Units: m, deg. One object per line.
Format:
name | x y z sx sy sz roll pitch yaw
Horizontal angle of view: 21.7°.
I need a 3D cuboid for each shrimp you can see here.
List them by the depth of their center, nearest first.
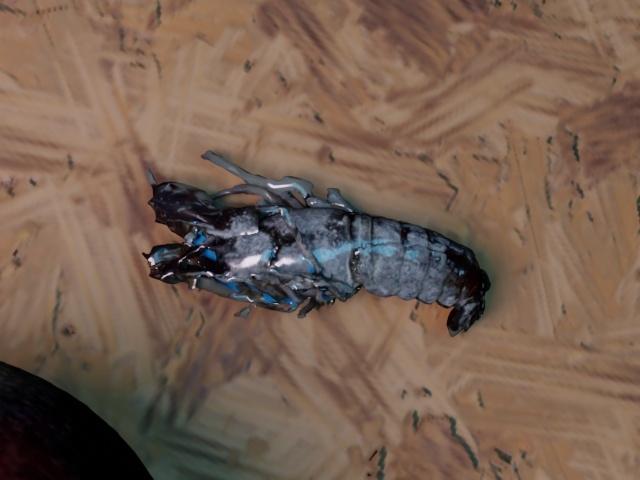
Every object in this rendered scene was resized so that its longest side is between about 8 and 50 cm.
shrimp | 0.002 -0.002 0.786 0.174 0.076 0.082 10 60 -11

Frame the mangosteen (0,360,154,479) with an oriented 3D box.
mangosteen | -0.189 0.172 0.615 0.300 0.300 0.300 1 84 -12
